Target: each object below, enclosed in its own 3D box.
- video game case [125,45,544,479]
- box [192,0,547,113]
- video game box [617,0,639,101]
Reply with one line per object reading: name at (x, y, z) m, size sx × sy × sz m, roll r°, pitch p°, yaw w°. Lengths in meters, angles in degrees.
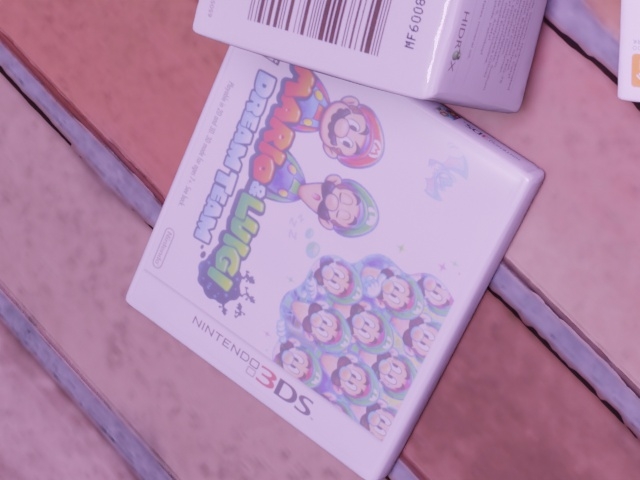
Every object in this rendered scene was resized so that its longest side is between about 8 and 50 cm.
video game case at (0.000, 0.000, 0.738) m, size 0.143 × 0.019 × 0.157 m, roll 35°, pitch 117°, yaw 20°
box at (0.026, -0.107, 0.645) m, size 0.101 × 0.087 × 0.102 m, roll 19°, pitch 98°, yaw 26°
video game box at (0.198, -0.130, 0.568) m, size 0.205 × 0.048 × 0.187 m, roll 7°, pitch 108°, yaw 30°
